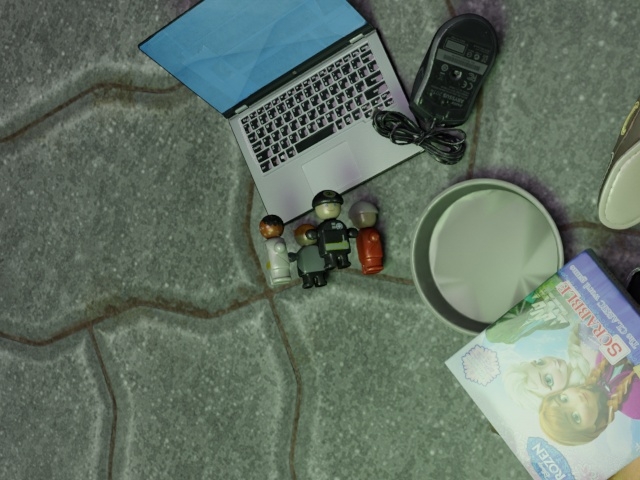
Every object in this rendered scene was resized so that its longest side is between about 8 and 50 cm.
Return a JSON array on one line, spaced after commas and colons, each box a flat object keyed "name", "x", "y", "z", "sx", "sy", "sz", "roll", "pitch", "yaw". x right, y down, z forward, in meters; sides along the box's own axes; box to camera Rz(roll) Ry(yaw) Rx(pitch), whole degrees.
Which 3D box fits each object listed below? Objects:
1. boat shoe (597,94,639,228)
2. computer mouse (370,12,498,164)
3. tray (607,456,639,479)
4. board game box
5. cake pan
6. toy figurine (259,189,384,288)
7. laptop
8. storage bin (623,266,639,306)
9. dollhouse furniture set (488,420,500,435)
[{"name": "boat shoe", "x": 0.553, "y": -0.172, "z": 1.706, "sx": 0.117, "sy": 0.096, "sz": 0.324, "roll": 18, "pitch": 111, "yaw": -16}, {"name": "computer mouse", "x": 0.223, "y": -0.290, "z": 1.872, "sx": 0.188, "sy": 0.072, "sz": 0.272, "roll": 22, "pitch": 110, "yaw": -11}, {"name": "tray", "x": 0.553, "y": 0.532, "z": 1.780, "sx": 0.203, "sy": 0.076, "sz": 0.410, "roll": 21, "pitch": 105, "yaw": 26}, {"name": "board game box", "x": 0.426, "y": 0.233, "z": 1.718, "sx": 0.318, "sy": 0.066, "sz": 0.318, "roll": -43, "pitch": 74, "yaw": 19}, {"name": "cake pan", "x": 0.308, "y": 0.032, "z": 1.880, "sx": 0.293, "sy": 0.054, "sz": 0.293, "roll": 3, "pitch": 96, "yaw": 29}, {"name": "toy figurine", "x": 0.000, "y": 0.000, "z": 1.959, "sx": 0.210, "sy": 0.213, "sz": 0.148, "roll": -16, "pitch": 77, "yaw": 31}, {"name": "laptop", "x": -0.072, "y": -0.274, "z": 1.957, "sx": 0.382, "sy": 0.236, "sz": 0.408, "roll": -27, "pitch": 81, "yaw": 28}, {"name": "storage bin", "x": 0.561, "y": 0.140, "z": 1.736, "sx": 0.122, "sy": 0.084, "sz": 0.180, "roll": 26, "pitch": 105, "yaw": 25}, {"name": "dollhouse furniture set", "x": 0.404, "y": 0.297, "z": 1.867, "sx": 0.144, "sy": 0.123, "sz": 0.151, "roll": 24, "pitch": 70, "yaw": 25}]
